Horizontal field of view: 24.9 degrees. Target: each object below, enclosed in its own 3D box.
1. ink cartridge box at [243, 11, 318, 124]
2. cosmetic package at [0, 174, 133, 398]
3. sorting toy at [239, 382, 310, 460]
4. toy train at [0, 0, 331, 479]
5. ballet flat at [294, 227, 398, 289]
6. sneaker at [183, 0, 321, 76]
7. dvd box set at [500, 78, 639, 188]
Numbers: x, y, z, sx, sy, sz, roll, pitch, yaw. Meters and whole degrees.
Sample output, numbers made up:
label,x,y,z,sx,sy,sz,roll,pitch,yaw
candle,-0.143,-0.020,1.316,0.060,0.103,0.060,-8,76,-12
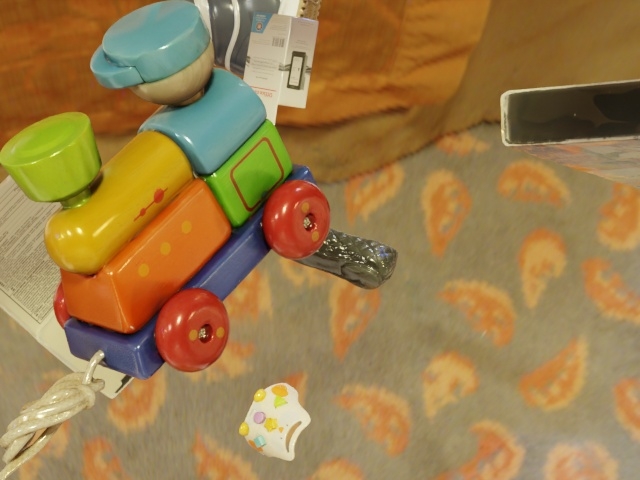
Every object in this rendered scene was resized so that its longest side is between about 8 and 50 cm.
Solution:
label,x,y,z,sx,sy,sz,roll,pitch,yaw
ink cartridge box,-0.032,-0.128,1.092,0.028,0.048,0.083,5,98,-40
cosmetic package,-0.283,0.038,1.606,0.153,0.129,0.296,-49,37,-8
sorting toy,-0.045,0.206,1.609,0.075,0.045,0.083,26,92,43
toy train,-0.114,0.003,0.716,0.105,0.143,0.248,11,48,43
ballet flat,0.000,0.000,1.537,0.173,0.057,0.049,27,50,13
sneaker,-0.071,-0.328,1.711,0.153,0.099,0.282,13,87,15
dvd box set,0.410,-0.107,1.514,0.307,0.420,0.062,-1,85,30
